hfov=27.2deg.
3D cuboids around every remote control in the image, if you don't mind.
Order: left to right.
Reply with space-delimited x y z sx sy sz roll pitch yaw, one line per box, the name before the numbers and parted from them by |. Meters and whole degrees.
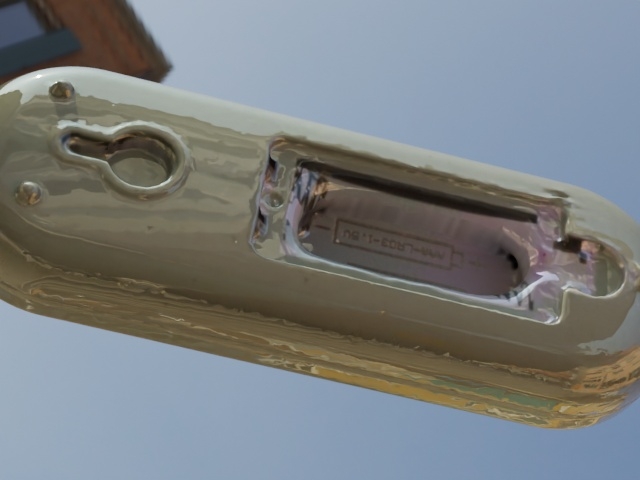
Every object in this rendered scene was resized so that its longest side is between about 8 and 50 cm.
remote control | 0.000 0.000 0.389 0.221 0.078 0.042 14 -35 -6
